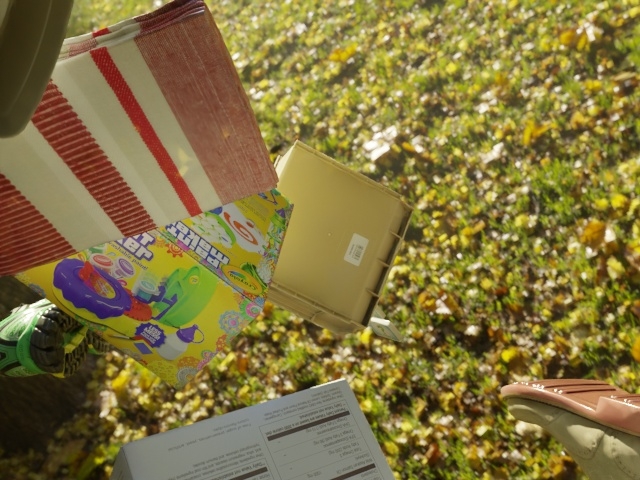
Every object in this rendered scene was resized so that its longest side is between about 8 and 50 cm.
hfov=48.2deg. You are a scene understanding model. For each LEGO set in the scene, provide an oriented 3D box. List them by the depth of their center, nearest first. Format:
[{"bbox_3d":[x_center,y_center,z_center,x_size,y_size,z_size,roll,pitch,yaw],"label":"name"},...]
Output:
[{"bbox_3d":[0.031,0.129,1.427,0.060,0.182,0.244,-49,29,-20],"label":"LEGO set"}]

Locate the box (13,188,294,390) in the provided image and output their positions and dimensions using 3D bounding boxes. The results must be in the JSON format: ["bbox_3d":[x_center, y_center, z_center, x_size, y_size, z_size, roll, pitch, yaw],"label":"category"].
[{"bbox_3d":[-0.213,-0.020,0.927,0.177,0.290,0.279,-44,15,25],"label":"box"}]

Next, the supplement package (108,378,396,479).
[{"bbox_3d":[-0.037,0.288,0.559,0.263,0.198,0.199,62,145,27],"label":"supplement package"}]

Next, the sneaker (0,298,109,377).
[{"bbox_3d":[-0.441,0.136,1.173,0.146,0.134,0.343,-4,2,1],"label":"sneaker"}]

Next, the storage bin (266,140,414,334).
[{"bbox_3d":[0.000,0.000,1.297,0.262,0.260,0.123,-66,11,-18],"label":"storage bin"}]

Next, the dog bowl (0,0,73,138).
[{"bbox_3d":[-0.248,-0.166,0.333,0.102,0.349,0.349,15,59,9],"label":"dog bowl"}]

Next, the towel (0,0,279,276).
[{"bbox_3d":[-0.217,-0.069,0.624,0.329,0.237,0.037,-18,58,1],"label":"towel"}]

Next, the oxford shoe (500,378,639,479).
[{"bbox_3d":[0.315,0.234,0.834,0.348,0.123,0.130,161,109,-77],"label":"oxford shoe"}]
